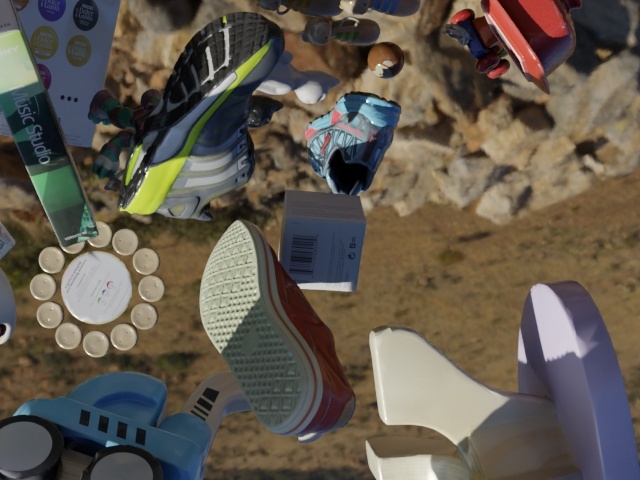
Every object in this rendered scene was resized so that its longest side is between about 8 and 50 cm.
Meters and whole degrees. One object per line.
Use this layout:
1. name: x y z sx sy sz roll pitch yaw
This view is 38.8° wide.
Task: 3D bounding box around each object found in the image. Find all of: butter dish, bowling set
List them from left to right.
1. bowling set: 0.048 -0.334 1.286 0.154 0.199 0.287 -6 163 -36
2. butter dish: 0.301 -0.302 1.242 0.118 0.160 0.160 -35 162 12

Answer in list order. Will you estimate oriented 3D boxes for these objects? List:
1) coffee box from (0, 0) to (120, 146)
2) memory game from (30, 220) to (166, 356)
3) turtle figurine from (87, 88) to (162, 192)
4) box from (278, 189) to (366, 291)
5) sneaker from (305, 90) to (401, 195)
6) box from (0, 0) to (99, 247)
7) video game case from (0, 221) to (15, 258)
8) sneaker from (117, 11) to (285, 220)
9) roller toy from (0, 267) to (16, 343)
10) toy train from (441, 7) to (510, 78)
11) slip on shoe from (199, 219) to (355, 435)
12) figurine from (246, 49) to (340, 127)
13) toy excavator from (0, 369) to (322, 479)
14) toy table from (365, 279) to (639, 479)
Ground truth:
1. coffee box: -0.563 -0.359 1.429 0.338 0.334 0.338 19 -171 34
2. memory game: -0.300 0.065 1.228 0.186 0.186 0.012 -17 179 2
3. turtle figurine: -0.223 -0.133 1.236 0.175 0.234 0.118 13 115 -40
4. box: 0.000 0.000 1.151 0.102 0.087 0.101 4 116 -6
5. sneaker: 0.027 -0.117 1.293 0.104 0.125 0.262 17 165 -9
6. box: -0.360 -0.178 1.107 0.058 0.232 0.322 -21 141 -11
7. video game case: -0.564 -0.021 1.296 0.026 0.206 0.227 -9 123 32
8. sneaker: -0.114 -0.126 0.995 0.121 0.111 0.300 16 139 -30
9. roller toy: -0.740 0.141 1.894 0.209 0.191 0.146 5 -165 43
10. toy train: 0.288 -0.345 1.441 0.143 0.105 0.248 -31 172 21
11. slip on shoe: -0.055 0.097 1.042 0.101 0.331 0.123 25 111 -38
12. figurine: -0.099 -0.259 1.545 0.215 0.092 0.209 -17 163 35
13. toy excavator: -0.224 0.291 1.360 0.433 0.445 0.222 16 128 6
14. toy table: 0.130 0.177 0.693 0.161 0.274 0.252 -7 171 -6
